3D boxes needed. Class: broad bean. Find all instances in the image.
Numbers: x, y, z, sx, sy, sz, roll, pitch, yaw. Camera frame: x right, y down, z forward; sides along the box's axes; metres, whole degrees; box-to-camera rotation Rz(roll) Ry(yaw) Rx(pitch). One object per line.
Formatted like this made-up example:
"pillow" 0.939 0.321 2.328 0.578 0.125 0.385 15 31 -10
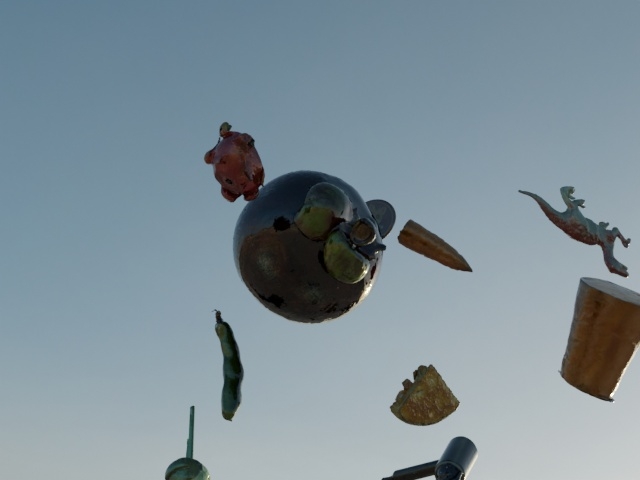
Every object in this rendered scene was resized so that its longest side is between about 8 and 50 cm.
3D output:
"broad bean" -0.177 0.241 1.576 0.039 0.227 0.069 -29 -33 24

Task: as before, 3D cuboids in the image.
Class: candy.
"candy" -0.176 0.278 1.107 0.061 0.202 0.061 -2 -68 -6

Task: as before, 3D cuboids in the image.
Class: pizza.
"pizza" 0.226 0.330 1.764 0.175 0.134 0.046 13 -5 -33

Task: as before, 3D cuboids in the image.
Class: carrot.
"carrot" 0.676 0.235 1.975 0.195 0.254 0.196 18 9 -3
"carrot" 0.292 0.027 2.063 0.205 0.072 0.072 33 -27 11

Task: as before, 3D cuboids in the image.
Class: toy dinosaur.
"toy dinosaur" 0.499 -0.031 1.620 0.242 0.167 0.053 19 -34 -15

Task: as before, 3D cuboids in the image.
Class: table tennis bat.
"table tennis bat" 0.122 0.007 1.835 0.107 0.170 0.119 13 -22 33

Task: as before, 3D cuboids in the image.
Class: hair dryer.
"hair dryer" 0.248 0.573 2.005 0.248 0.078 0.195 -24 0 25

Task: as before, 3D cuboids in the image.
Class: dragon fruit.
"dragon fruit" -0.147 -0.123 1.378 0.112 0.068 0.126 24 -50 43

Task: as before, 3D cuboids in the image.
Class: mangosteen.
"mangosteen" 0.000 0.000 1.599 0.306 0.306 0.359 31 -43 -27
